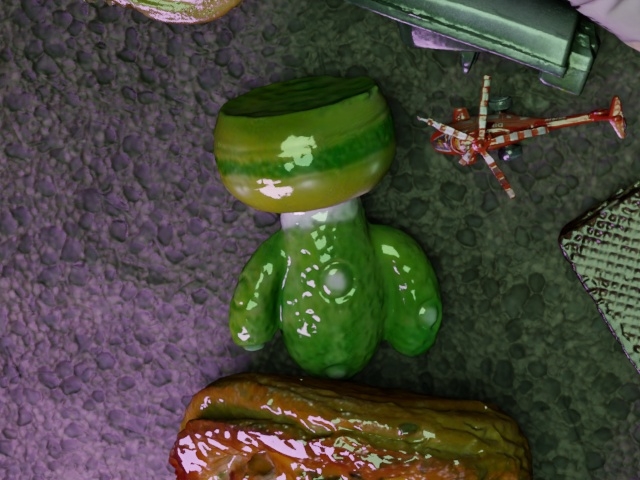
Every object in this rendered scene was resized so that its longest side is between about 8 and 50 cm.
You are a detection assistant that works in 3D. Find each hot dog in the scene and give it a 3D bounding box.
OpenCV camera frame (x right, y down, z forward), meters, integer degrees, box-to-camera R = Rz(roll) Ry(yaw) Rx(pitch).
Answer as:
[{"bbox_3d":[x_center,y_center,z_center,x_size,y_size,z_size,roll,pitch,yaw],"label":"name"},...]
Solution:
[{"bbox_3d":[0.026,0.255,1.957,0.387,0.174,0.267,6,116,10],"label":"hot dog"}]

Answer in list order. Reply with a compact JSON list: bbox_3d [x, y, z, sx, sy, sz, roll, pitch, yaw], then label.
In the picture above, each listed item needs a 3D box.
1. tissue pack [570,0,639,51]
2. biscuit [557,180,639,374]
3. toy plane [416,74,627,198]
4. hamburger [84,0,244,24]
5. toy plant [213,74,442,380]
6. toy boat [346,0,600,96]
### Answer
[{"bbox_3d":[0.306,-0.370,1.722,0.375,0.195,0.390,22,110,-35],"label":"tissue pack"},{"bbox_3d":[0.385,0.126,1.922,0.107,0.073,0.388,-31,93,16],"label":"biscuit"},{"bbox_3d":[0.206,-0.123,1.902,0.194,0.077,0.126,-29,101,18],"label":"toy plane"},{"bbox_3d":[-0.138,-0.318,1.914,0.215,0.122,0.189,3,107,6],"label":"hamburger"},{"bbox_3d":[0.000,0.000,1.928,0.224,0.184,0.316,-14,108,-5],"label":"toy plant"},{"bbox_3d":[0.121,-0.228,1.869,0.319,0.141,0.092,20,110,7],"label":"toy boat"}]
